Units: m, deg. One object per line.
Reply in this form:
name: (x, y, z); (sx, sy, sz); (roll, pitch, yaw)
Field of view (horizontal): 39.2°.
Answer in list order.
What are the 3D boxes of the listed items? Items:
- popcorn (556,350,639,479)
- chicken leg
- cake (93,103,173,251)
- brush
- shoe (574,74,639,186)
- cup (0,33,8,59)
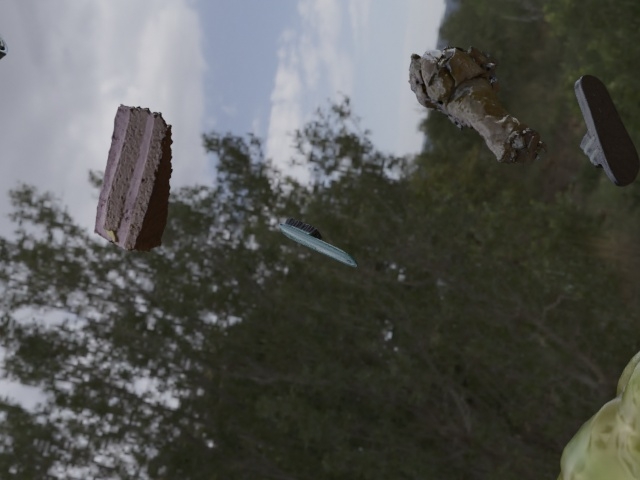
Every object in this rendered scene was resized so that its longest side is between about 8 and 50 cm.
popcorn: (0.233, 0.153, 0.320); (0.292, 0.294, 0.334); (-9, -89, -73)
chicken leg: (0.169, -0.160, 1.004); (0.080, 0.125, 0.196); (-62, 27, 27)
cake: (-0.341, -0.104, 1.641); (0.113, 0.116, 0.295); (-49, -25, -58)
brush: (0.000, 0.000, 1.502); (0.032, 0.193, 0.043); (-51, -46, -17)
shoe: (0.402, -0.151, 1.295); (0.049, 0.071, 0.179); (-44, 54, 53)
cup: (-0.636, -0.254, 1.297); (0.312, 0.205, 0.205); (-40, -6, 4)
